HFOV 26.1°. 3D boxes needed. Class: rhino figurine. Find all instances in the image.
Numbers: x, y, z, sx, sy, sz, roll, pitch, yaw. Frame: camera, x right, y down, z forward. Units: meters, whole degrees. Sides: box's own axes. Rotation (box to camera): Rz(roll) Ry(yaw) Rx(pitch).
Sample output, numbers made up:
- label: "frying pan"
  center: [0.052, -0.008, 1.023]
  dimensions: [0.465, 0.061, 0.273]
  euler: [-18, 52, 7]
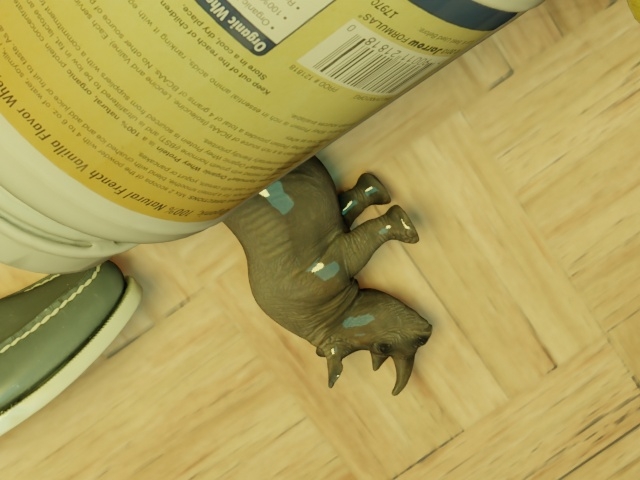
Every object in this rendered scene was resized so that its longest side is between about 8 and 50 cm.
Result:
- label: "rhino figurine"
  center: [0.000, 0.000, 0.858]
  dimensions: [0.106, 0.073, 0.243]
  euler: [-28, 115, -4]

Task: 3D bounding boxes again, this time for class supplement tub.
- label: "supplement tub"
  center: [-0.059, -0.137, 0.662]
  dimensions: [0.316, 0.228, 0.228]
  euler: [-32, 116, 32]

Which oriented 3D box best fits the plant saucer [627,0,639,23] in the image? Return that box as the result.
- label: "plant saucer"
  center: [0.245, -0.287, 0.595]
  dimensions: [0.333, 0.081, 0.333]
  euler: [-44, 139, -7]

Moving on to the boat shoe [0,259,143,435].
- label: "boat shoe"
  center: [-0.258, 0.085, 0.812]
  dimensions: [0.319, 0.116, 0.099]
  euler: [-30, 107, -4]
